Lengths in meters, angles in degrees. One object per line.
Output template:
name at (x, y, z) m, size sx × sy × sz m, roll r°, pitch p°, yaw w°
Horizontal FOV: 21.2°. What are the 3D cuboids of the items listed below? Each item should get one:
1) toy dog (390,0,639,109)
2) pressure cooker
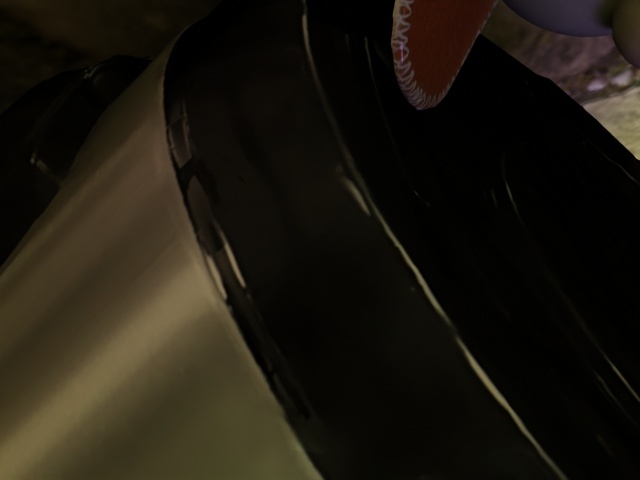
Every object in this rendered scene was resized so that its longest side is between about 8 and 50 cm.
toy dog at (0.095, -0.118, 0.392) m, size 0.220 × 0.161 × 0.334 m, roll -30°, pitch 158°, yaw 17°
pressure cooker at (-0.028, 0.170, 0.556) m, size 0.420 × 0.375 × 0.370 m, roll -43°, pitch 132°, yaw 20°
